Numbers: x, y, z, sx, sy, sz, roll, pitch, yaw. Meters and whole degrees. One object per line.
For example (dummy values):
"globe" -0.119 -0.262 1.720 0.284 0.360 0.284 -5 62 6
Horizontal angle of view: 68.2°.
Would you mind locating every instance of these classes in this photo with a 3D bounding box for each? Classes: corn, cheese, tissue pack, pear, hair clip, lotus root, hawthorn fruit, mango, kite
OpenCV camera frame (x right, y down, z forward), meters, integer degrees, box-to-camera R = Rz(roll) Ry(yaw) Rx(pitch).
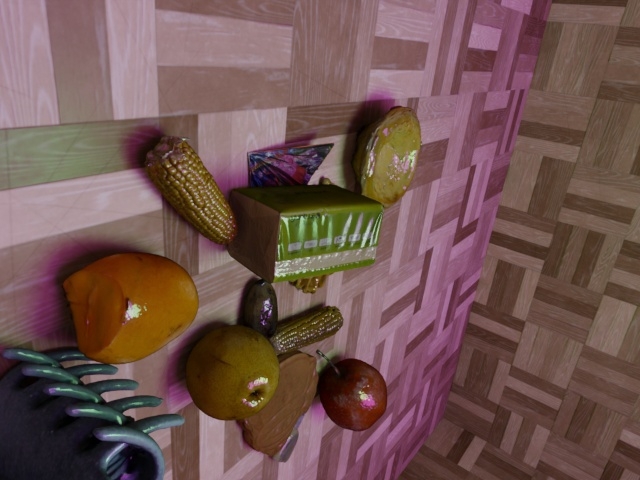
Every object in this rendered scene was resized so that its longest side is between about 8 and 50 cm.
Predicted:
"corn" -0.042 0.256 1.354 0.320 0.097 0.097 -9 115 -52
"cheese" -0.093 0.632 1.551 0.192 0.037 0.097 -61 149 -14
"tissue pack" -0.033 -0.027 1.031 0.274 0.200 0.167 -9 115 -37
"pear" -0.189 0.297 1.054 0.209 0.209 0.209 -34 134 -43
"hair clip" -0.372 0.315 0.682 0.392 0.318 0.238 34 79 -56
"lotus root" -0.144 0.180 1.162 0.089 0.080 0.179 -24 127 -49
"corn" -0.228 -0.082 0.874 0.091 0.091 0.260 -27 142 1
"hawthorn fruit" 0.105 0.521 1.595 0.263 0.235 0.231 22 88 -60
"mango" -0.301 0.111 0.833 0.257 0.138 0.187 -6 96 -70
"kite" -0.089 -0.137 1.086 0.321 0.016 0.234 -56 133 -7

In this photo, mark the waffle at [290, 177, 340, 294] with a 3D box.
"waffle" -0.002 -0.008 1.285 0.329 0.062 0.329 -34 136 -42

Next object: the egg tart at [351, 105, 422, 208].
"egg tart" 0.180 -0.239 1.367 0.315 0.120 0.315 -32 133 -41

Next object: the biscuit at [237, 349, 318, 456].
"biscuit" -0.111 0.486 1.420 0.312 0.057 0.351 -38 137 -38
